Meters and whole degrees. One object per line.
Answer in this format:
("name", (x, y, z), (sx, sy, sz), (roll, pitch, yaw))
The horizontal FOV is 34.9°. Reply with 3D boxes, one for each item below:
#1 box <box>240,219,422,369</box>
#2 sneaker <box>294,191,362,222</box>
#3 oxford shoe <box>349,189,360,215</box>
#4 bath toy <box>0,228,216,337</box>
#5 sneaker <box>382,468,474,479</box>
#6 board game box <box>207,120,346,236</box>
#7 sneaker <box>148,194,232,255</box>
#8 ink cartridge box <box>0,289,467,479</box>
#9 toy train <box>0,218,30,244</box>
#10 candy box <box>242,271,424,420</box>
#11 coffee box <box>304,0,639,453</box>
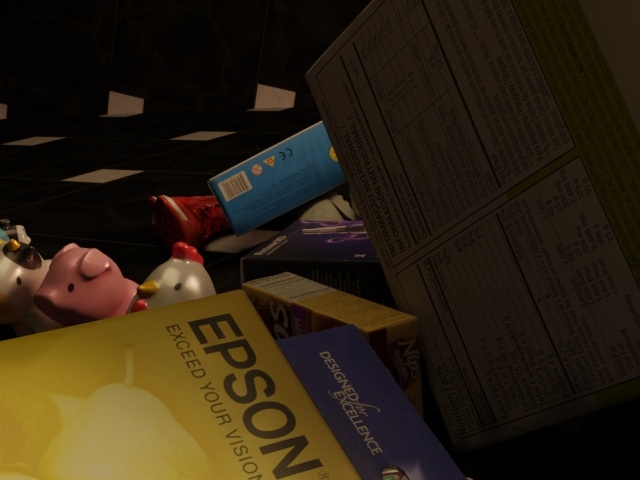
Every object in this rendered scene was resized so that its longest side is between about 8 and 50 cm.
("box", (0.044, 0.049, 1.022), (0.207, 0.108, 0.153), (1, 16, 20))
("sneaker", (0.000, 0.000, 1.287), (0.094, 0.090, 0.235), (-19, 16, -15))
("oxford shoe", (0.261, -0.058, 1.230), (0.449, 0.130, 0.169), (10, 14, 0))
("bath toy", (-0.239, 0.052, 1.028), (0.348, 0.129, 0.151), (8, 8, 36))
("sneaker", (0.079, 0.164, 0.700), (0.098, 0.038, 0.069), (2, 16, 22))
("board game box", (0.019, -0.125, 1.449), (0.308, 0.086, 0.302), (-27, 3, 8))
("sneaker", (-0.170, -0.037, 1.473), (0.128, 0.087, 0.221), (-11, 17, -18))
("ink cartridge box", (-0.039, 0.152, 0.476), (0.307, 0.072, 0.304), (-14, 45, -26))
("toy train", (-0.430, 0.034, 1.234), (0.184, 0.105, 0.080), (-10, 15, -17))
("candy box", (0.006, 0.099, 0.839), (0.053, 0.109, 0.186), (-13, 16, -31))
("coffee box", (0.249, -0.076, 0.766), (0.337, 0.338, 0.334), (-14, -14, -33))
